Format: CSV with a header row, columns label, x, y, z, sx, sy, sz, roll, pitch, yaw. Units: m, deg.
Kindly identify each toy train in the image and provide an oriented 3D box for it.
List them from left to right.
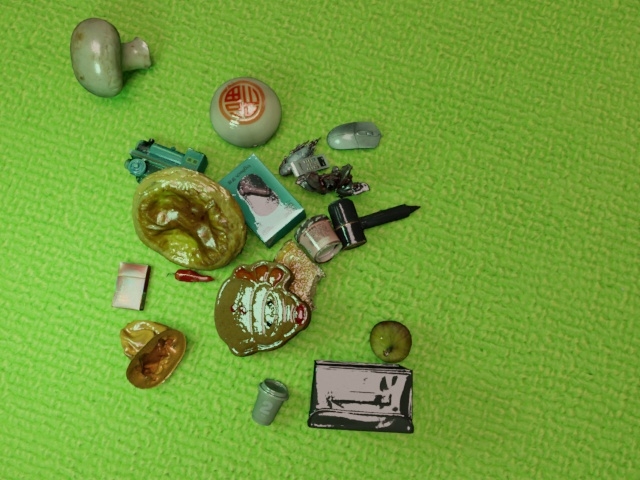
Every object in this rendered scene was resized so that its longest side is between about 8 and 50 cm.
label,x,y,z,sx,sy,sz,roll,pitch,yaw
toy train,-0.602,-0.289,1.956,0.298,0.120,0.194,21,74,4

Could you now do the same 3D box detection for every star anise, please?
label,x,y,z,sx,sy,sz,roll,pitch,yaw
star anise,0.046,-0.223,1.900,0.283,0.212,0.129,-1,94,8

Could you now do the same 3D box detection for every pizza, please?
label,x,y,z,sx,sy,sz,roll,pitch,yaw
pizza,-0.097,0.164,1.888,0.223,0.089,0.323,16,83,11

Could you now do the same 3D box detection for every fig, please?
label,x,y,z,sx,sy,sz,roll,pitch,yaw
fig,0.239,0.384,1.797,0.160,0.231,0.143,46,124,1

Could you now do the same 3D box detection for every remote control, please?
label,x,y,z,sx,sy,sz,roll,pitch,yaw
remote control,-0.042,-0.291,1.945,0.166,0.029,0.065,-22,84,-37

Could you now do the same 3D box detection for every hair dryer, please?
label,x,y,z,sx,sy,sz,roll,pitch,yaw
hair dryer,0.216,-0.101,1.936,0.353,0.107,0.189,-17,79,-10

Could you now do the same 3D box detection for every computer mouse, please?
label,x,y,z,sx,sy,sz,roll,pitch,yaw
computer mouse,0.138,-0.412,1.989,0.229,0.068,0.113,-7,82,0

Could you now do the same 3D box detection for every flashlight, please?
label,x,y,z,sx,sy,sz,roll,pitch,yaw
flashlight,-0.242,-0.187,1.857,0.111,0.031,0.052,10,103,-1

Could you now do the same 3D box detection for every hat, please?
label,x,y,z,sx,sy,sz,roll,pitch,yaw
hat,-0.652,0.375,1.846,0.234,0.244,0.233,-29,47,-32

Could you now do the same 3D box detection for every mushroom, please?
label,x,y,z,sx,sy,sz,roll,pitch,yaw
mushroom,-0.812,-0.707,1.957,0.290,0.297,0.297,-9,80,-25

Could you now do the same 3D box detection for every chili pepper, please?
label,x,y,z,sx,sy,sz,roll,pitch,yaw
chili pepper,-0.494,0.135,1.911,0.191,0.059,0.050,6,74,4

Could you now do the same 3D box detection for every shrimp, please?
label,x,y,z,sx,sy,sz,roll,pitch,yaw
shrimp,-0.072,-0.333,1.978,0.233,0.079,0.090,-44,119,-8

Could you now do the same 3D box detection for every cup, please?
label,x,y,z,sx,sy,sz,roll,pitch,yaw
cup,-0.189,0.585,1.814,0.120,0.120,0.141,26,95,4

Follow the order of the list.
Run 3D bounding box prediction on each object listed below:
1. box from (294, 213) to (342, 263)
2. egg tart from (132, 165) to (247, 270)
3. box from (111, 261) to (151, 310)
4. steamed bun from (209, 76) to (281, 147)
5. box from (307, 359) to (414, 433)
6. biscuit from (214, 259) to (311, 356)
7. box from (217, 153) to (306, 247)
label,x,y,z,sx,sy,sz,roll,pitch,yaw
box,0.000,0.000,1.868,0.151,0.151,0.135,-34,67,-5
egg tart,-0.464,-0.088,1.835,0.444,0.178,0.442,7,126,10
box,-0.717,0.174,1.910,0.113,0.048,0.175,6,81,2
steamed bun,-0.294,-0.508,1.953,0.283,0.177,0.282,0,81,1
box,0.131,0.533,1.746,0.346,0.251,0.204,3,81,0
biscuit,-0.215,0.249,1.827,0.382,0.074,0.358,1,84,24
box,-0.228,-0.151,1.925,0.205,0.118,0.311,-41,82,-4
